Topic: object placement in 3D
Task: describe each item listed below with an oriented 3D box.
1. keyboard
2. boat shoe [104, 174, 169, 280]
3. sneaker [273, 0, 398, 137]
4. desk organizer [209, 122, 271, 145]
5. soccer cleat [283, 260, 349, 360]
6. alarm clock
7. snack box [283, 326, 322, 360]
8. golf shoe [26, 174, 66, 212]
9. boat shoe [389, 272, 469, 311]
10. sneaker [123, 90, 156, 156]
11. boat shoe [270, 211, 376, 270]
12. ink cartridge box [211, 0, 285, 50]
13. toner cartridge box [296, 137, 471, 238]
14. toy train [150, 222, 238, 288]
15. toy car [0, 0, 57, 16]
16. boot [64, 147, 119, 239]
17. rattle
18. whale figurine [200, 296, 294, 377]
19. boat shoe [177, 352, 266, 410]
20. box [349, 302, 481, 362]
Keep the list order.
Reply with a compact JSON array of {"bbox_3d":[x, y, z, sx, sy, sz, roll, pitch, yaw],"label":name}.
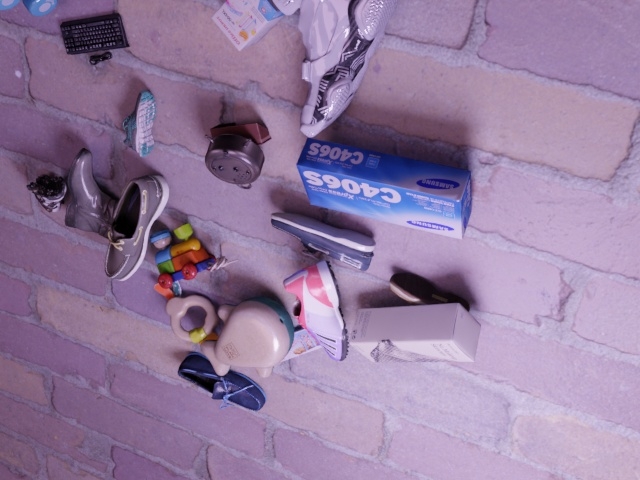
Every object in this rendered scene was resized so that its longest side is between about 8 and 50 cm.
[{"bbox_3d":[-0.530,-0.468,1.752,0.180,0.023,0.108,1,116,26],"label":"keyboard"},{"bbox_3d":[-0.483,-0.029,1.870,0.109,0.091,0.305,38,112,26],"label":"boat shoe"},{"bbox_3d":[-0.003,-0.398,1.475,0.210,0.137,0.366,33,120,8],"label":"sneaker"},{"bbox_3d":[-0.182,-0.241,1.691,0.130,0.047,0.050,-3,112,26],"label":"desk organizer"},{"bbox_3d":[-0.005,0.176,1.740,0.116,0.109,0.318,-16,135,-4],"label":"soccer cleat"},{"bbox_3d":[-0.191,-0.168,1.694,0.129,0.064,0.192,6,153,13],"label":"alarm clock"},{"bbox_3d":[-0.053,0.259,1.906,0.178,0.022,0.064,-24,102,33],"label":"snack box"},{"bbox_3d":[-0.702,-0.118,1.964,0.198,0.077,0.094,19,141,54],"label":"golf shoe"},{"bbox_3d":[0.238,0.141,1.684,0.190,0.068,0.072,27,138,11],"label":"boat shoe"},{"bbox_3d":[-0.441,-0.284,1.784,0.076,0.065,0.166,25,122,17],"label":"sneaker"},{"bbox_3d":[0.000,0.000,1.706,0.254,0.095,0.079,17,111,6],"label":"boat shoe"},{"bbox_3d":[-0.144,-0.464,1.528,0.143,0.090,0.092,-37,97,34],"label":"ink cartridge box"},{"bbox_3d":[0.134,-0.108,1.546,0.347,0.075,0.165,14,157,19],"label":"toner cartridge box"},{"bbox_3d":[-0.319,0.019,1.868,0.248,0.105,0.143,-21,92,32],"label":"toy train"},{"bbox_3d":[-0.651,-0.656,1.616,0.238,0.210,0.219,-40,83,23],"label":"toy car"},{"bbox_3d":[-0.568,-0.114,1.937,0.161,0.083,0.246,18,122,2],"label":"boot"},{"bbox_3d":[-0.350,0.196,2.011,0.199,0.143,0.130,34,94,24],"label":"rattle"},{"bbox_3d":[-0.181,0.245,1.885,0.272,0.141,0.216,-33,93,34],"label":"whale figurine"},{"bbox_3d":[-0.277,0.409,2.050,0.258,0.089,0.109,21,123,14],"label":"boat shoe"},{"bbox_3d":[0.208,0.210,1.665,0.275,0.094,0.113,-8,143,41],"label":"box"}]
